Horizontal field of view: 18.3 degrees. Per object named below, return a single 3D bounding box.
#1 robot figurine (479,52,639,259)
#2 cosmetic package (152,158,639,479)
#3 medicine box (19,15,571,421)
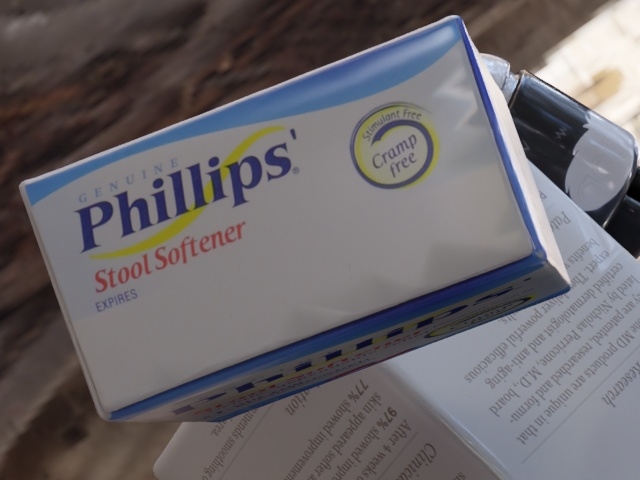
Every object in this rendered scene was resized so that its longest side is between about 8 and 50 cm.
[{"bbox_3d":[0.210,-0.070,2.012,0.278,0.174,0.209,30,0,-4],"label":"robot figurine"},{"bbox_3d":[0.131,0.179,1.785,0.393,0.329,0.327,44,45,9],"label":"cosmetic package"},{"bbox_3d":[0.000,0.000,1.202,0.289,0.263,0.149,23,47,-79],"label":"medicine box"}]
